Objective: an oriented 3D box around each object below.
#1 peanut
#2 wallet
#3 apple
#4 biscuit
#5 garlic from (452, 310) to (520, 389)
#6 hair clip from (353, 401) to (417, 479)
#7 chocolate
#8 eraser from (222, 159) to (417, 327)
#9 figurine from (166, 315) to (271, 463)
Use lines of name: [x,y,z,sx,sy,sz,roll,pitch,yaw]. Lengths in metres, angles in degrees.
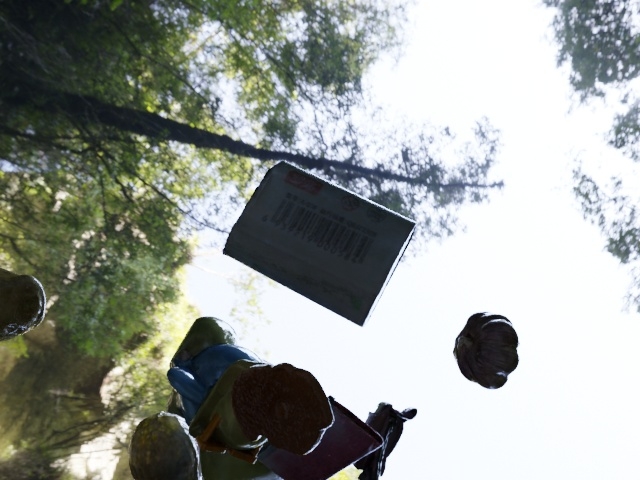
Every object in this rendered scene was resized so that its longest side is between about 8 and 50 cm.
peanut: [-0.469,0.111,0.747,0.253,0.122,0.137,-36,-79,17]
wallet: [-0.006,0.355,0.975,0.119,0.025,0.232,40,-55,-4]
apple: [-0.206,0.450,1.397,0.357,0.357,0.357,-6,-112,15]
biscuit: [-0.044,0.186,0.640,0.130,0.019,0.102,-4,-83,30]
garlic: [0.320,0.210,1.119,0.147,0.102,0.159,-49,-156,38]
hair clip: [0.112,0.395,1.094,0.056,0.146,0.187,8,-108,40]
chocolate: [-0.266,0.449,1.038,0.134,0.134,0.309,4,-69,19]
eraser: [0.000,0.000,0.823,0.227,0.081,0.174,27,-107,11]
figurine: [-0.137,0.210,0.838,0.153,0.262,0.180,-31,-73,-7]
